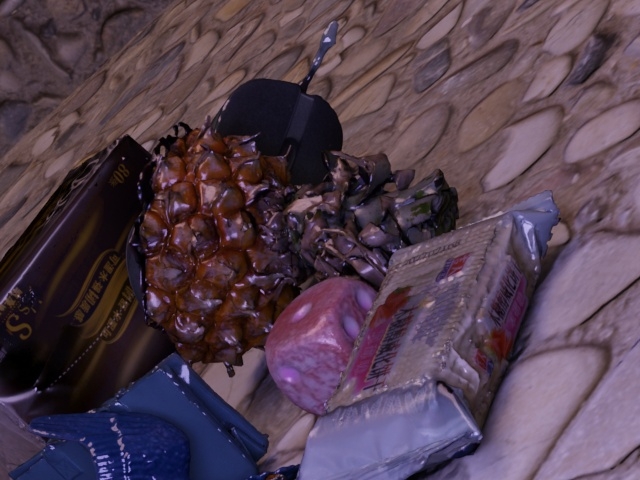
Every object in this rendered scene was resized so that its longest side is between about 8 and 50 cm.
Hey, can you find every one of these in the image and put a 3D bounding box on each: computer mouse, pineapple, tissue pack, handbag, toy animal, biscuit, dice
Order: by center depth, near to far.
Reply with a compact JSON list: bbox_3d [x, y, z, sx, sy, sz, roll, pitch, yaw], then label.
[{"bbox_3d":[0.094,0.089,1.609,0.186,0.079,0.309,-23,26,38],"label":"biscuit"},{"bbox_3d":[-0.149,0.237,1.674,0.255,0.239,0.176,-8,-33,-28],"label":"toy animal"},{"bbox_3d":[0.013,0.095,1.747,0.094,0.091,0.093,-29,23,38],"label":"dice"},{"bbox_3d":[-0.168,0.208,1.785,0.221,0.144,0.057,-35,18,25],"label":"handbag"},{"bbox_3d":[0.000,0.000,1.868,0.272,0.262,0.262,-4,37,27],"label":"pineapple"},{"bbox_3d":[-0.069,-0.060,2.071,0.379,0.167,0.090,-61,33,13],"label":"computer mouse"},{"bbox_3d":[-0.269,0.083,2.186,0.198,0.210,0.370,-33,20,55],"label":"tissue pack"}]

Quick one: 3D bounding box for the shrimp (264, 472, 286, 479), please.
[{"bbox_3d":[-0.042,0.231,1.571,0.127,0.025,0.091,92,-162,-52],"label":"shrimp"}]
